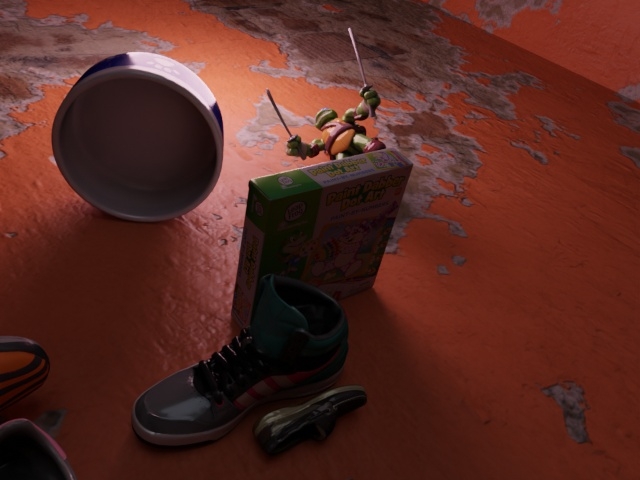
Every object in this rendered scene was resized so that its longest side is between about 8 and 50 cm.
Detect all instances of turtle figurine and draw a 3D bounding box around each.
[{"bbox_3d":[0.034,-0.211,1.181,0.197,0.275,0.266,-23,56,-17],"label":"turtle figurine"}]

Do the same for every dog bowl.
[{"bbox_3d":[-0.293,-0.167,0.987,0.264,0.265,0.104,5,35,-10],"label":"dog bowl"}]

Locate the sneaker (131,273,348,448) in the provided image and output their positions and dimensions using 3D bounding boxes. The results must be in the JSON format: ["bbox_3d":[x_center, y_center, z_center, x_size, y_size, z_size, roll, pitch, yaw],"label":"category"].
[{"bbox_3d":[-0.081,0.134,0.724,0.295,0.178,0.124,-16,45,-32],"label":"sneaker"}]

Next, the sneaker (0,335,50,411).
[{"bbox_3d":[-0.408,0.226,0.577,0.321,0.125,0.180,-25,54,-25],"label":"sneaker"}]

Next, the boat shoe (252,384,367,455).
[{"bbox_3d":[-0.006,0.224,0.738,0.152,0.056,0.049,-16,49,-20],"label":"boat shoe"}]

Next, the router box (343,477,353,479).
[{"bbox_3d":[0.039,0.315,0.592,0.038,0.092,0.122,-13,44,-30],"label":"router box"}]

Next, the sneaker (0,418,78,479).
[{"bbox_3d":[-0.230,0.295,0.508,0.112,0.131,0.319,-19,47,-36],"label":"sneaker"}]

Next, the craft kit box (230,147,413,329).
[{"bbox_3d":[0.000,0.000,0.868,0.249,0.247,0.061,-18,45,-33],"label":"craft kit box"}]
